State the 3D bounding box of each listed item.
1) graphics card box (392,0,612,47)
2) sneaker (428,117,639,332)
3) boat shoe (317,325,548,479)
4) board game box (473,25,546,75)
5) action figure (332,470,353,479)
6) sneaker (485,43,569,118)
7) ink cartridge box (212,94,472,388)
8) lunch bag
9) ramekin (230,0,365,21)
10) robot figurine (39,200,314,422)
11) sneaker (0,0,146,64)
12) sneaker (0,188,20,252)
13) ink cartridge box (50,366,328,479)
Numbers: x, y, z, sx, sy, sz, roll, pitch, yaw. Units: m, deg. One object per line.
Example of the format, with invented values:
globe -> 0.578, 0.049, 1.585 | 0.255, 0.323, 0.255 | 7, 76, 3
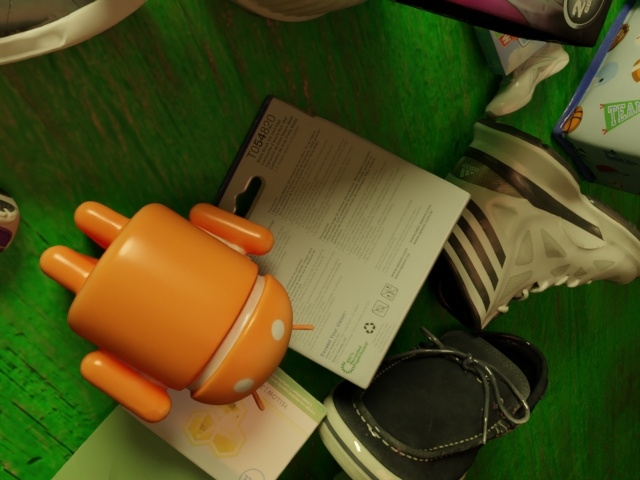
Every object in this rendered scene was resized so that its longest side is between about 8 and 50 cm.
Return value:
graphics card box -> 0.059, -0.272, 0.305 | 0.371, 0.094, 0.232 | 2, 113, -29
sneaker -> 0.310, 0.028, 0.781 | 0.448, 0.169, 0.257 | 26, 102, -34
boat shoe -> 0.181, 0.206, 0.698 | 0.500, 0.187, 0.156 | 7, 119, -50
board game box -> 0.268, -0.327, 0.603 | 0.212, 0.039, 0.160 | -38, 126, 2
action figure -> 0.090, 0.425, 0.710 | 0.248, 0.275, 0.370 | -30, 139, -16
sneaker -> 0.267, -0.223, 0.686 | 0.152, 0.054, 0.061 | -45, 112, -13
ink cartridge box -> 0.000, 0.000, 0.521 | 0.223, 0.224, 0.045 | -62, 176, 4
lunch bag -> 0.594, -0.252, 0.736 | 0.239, 0.328, 0.385 | 29, 93, -43
ramekin -> -0.005, -0.285, 0.406 | 0.207, 0.109, 0.207 | -16, 120, -31
robot figurine -> -0.115, 0.053, 0.433 | 0.219, 0.158, 0.128 | 35, 126, -12
sneaker -> -0.220, -0.177, 0.270 | 0.296, 0.104, 0.146 | -28, 146, -20
sneaker -> -0.297, -0.014, 0.336 | 0.170, 0.068, 0.071 | 17, 105, -41
ink cartridge box -> -0.131, 0.209, 0.512 | 0.171, 0.056, 0.235 | 42, 76, -9
